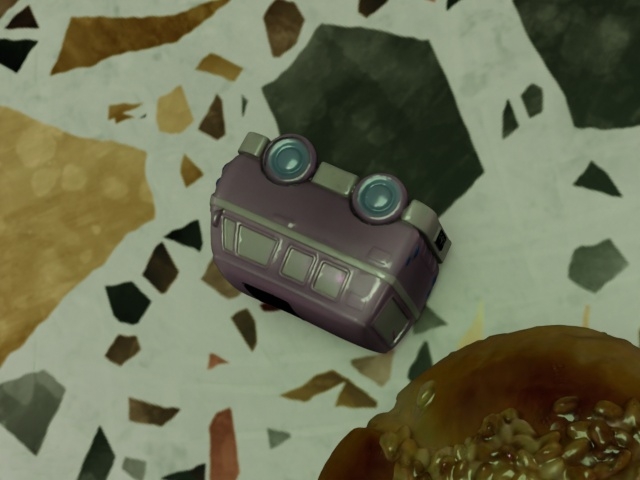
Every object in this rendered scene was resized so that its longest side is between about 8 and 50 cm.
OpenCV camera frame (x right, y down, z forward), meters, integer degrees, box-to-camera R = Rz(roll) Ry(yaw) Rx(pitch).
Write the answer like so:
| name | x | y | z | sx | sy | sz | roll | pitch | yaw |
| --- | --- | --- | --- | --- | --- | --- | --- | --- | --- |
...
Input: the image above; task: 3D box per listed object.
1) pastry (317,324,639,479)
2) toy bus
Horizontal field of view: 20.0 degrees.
| name | x | y | z | sx | sy | sz | roll | pitch | yaw |
| --- | --- | --- | --- | --- | --- | --- | --- | --- | --- |
| pastry | 0.170 | 0.264 | 1.464 | 0.410 | 0.245 | 0.409 | -4 | 74 | 13 |
| toy bus | 0.000 | 0.000 | 1.643 | 0.202 | 0.142 | 0.142 | 24 | 82 | 20 |
